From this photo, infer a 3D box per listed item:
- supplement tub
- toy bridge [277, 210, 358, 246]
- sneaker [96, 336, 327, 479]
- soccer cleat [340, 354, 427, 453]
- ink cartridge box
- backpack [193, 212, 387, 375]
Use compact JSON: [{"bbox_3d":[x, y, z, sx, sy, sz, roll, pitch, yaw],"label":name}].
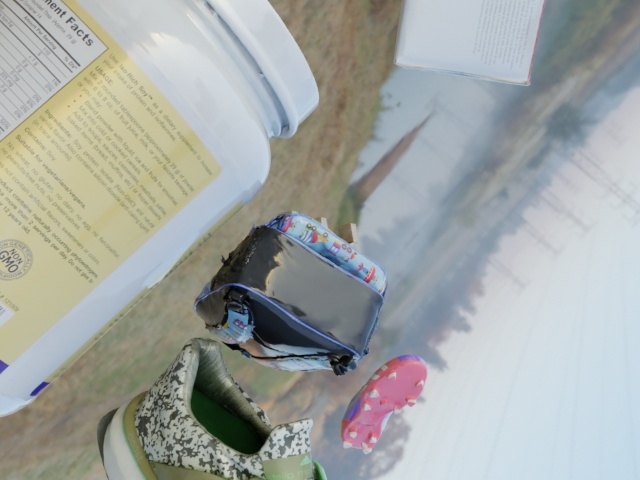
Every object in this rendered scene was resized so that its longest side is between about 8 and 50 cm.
[{"bbox_3d":[-0.189,-0.064,0.658,0.331,0.241,0.241,-43,172,-9],"label":"supplement tub"},{"bbox_3d":[0.000,0.000,1.258,0.026,0.063,0.188,-15,168,28],"label":"toy bridge"},{"bbox_3d":[-0.045,0.250,0.815,0.158,0.410,0.182,-16,142,-51],"label":"sneaker"},{"bbox_3d":[0.095,0.241,1.427,0.095,0.083,0.248,-85,-164,-46],"label":"soccer cleat"},{"bbox_3d":[0.162,-0.329,0.896,0.272,0.130,0.309,-69,168,-73],"label":"ink cartridge box"},{"bbox_3d":[-0.037,0.062,0.899,0.173,0.158,0.117,-29,-148,61],"label":"backpack"}]
